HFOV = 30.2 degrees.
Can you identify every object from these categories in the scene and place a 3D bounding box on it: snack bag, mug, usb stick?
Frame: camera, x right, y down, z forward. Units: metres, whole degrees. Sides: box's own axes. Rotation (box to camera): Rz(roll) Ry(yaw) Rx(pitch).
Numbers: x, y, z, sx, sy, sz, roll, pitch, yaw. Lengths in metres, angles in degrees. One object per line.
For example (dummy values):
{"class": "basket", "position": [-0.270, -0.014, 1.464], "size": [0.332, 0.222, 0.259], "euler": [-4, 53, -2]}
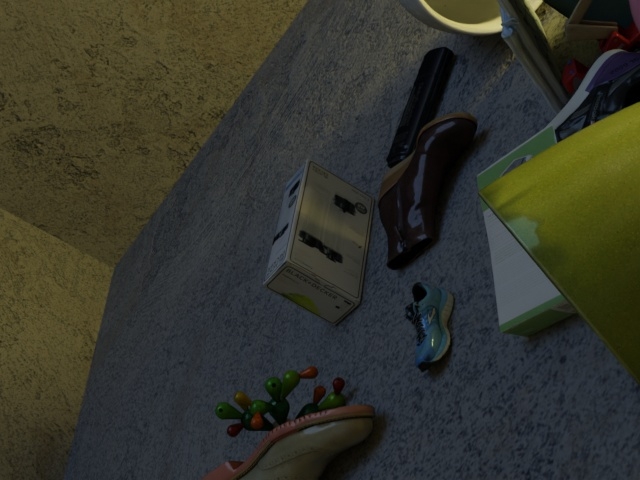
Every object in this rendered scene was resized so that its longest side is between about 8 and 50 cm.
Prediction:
{"class": "snack bag", "position": [0.283, -0.387, 1.853], "size": [0.037, 0.342, 0.323], "euler": [-28, 30, 18]}
{"class": "mug", "position": [0.213, -0.542, 2.181], "size": [0.276, 0.374, 0.328], "euler": [-63, 12, 7]}
{"class": "usb stick", "position": [0.196, -0.260, 2.316], "size": [0.077, 0.045, 0.278], "euler": [-17, 45, 54]}

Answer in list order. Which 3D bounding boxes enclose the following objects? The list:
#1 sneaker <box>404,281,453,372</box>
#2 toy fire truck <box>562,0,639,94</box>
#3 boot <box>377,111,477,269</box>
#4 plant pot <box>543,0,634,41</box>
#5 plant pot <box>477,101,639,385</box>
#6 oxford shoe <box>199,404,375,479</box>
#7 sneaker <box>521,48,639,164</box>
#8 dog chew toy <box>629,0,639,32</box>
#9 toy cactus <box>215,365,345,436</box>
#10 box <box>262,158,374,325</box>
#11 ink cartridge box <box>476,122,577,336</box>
{"class": "sneaker", "position": [0.154, 0.129, 1.799], "size": [0.063, 0.073, 0.162], "euler": [-44, 24, 38]}
{"class": "toy fire truck", "position": [0.399, -0.295, 1.699], "size": [0.192, 0.135, 0.047], "euler": [-47, 22, 32]}
{"class": "boot", "position": [0.192, -0.083, 2.048], "size": [0.248, 0.090, 0.207], "euler": [-42, 38, 40]}
{"class": "plant pot", "position": [0.388, -0.468, 1.756], "size": [0.272, 0.255, 0.272], "euler": [-54, 22, 33]}
{"class": "plant pot", "position": [0.369, -0.039, 1.268], "size": [0.293, 0.275, 0.275], "euler": [-40, 22, 7]}
{"class": "oxford shoe", "position": [-0.044, 0.387, 1.904], "size": [0.397, 0.140, 0.146], "euler": [-40, 58, 35]}
{"class": "sneaker", "position": [0.370, -0.131, 1.592], "size": [0.283, 0.107, 0.124], "euler": [-60, 25, 0]}
{"class": "dog chew toy", "position": [0.510, -0.299, 1.345], "size": [0.332, 0.206, 0.207], "euler": [7, 68, 61]}
{"class": "toy cactus", "position": [-0.061, 0.305, 2.004], "size": [0.112, 0.219, 0.180], "euler": [-113, 12, -49]}
{"class": "box", "position": [0.000, 0.000, 2.241], "size": [0.087, 0.169, 0.290], "euler": [-45, 25, 38]}
{"class": "ink cartridge box", "position": [0.290, -0.011, 1.562], "size": [0.171, 0.056, 0.235], "euler": [-37, 50, 51]}
